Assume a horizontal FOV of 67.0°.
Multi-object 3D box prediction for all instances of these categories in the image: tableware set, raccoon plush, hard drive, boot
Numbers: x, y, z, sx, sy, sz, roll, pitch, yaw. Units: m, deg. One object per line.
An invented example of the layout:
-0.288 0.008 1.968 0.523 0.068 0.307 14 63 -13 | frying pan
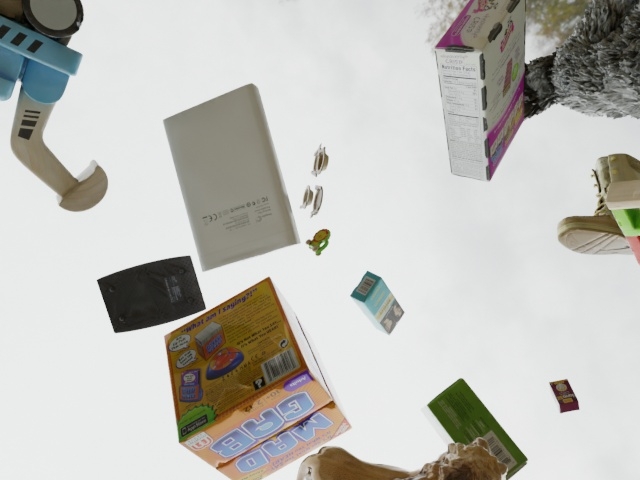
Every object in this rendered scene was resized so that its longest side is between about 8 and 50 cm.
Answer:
-0.012 -0.132 1.059 0.019 0.141 0.169 10 -88 -14 | tableware set
0.483 -0.219 0.801 0.216 0.446 0.299 29 -129 -17 | raccoon plush
-0.447 0.141 1.299 0.254 0.054 0.172 -15 -81 -2 | hard drive
-0.198 -0.132 1.058 0.232 0.047 0.354 -16 -92 17 | hard drive
0.579 -0.079 0.979 0.261 0.095 0.204 3 -113 -12 | boot

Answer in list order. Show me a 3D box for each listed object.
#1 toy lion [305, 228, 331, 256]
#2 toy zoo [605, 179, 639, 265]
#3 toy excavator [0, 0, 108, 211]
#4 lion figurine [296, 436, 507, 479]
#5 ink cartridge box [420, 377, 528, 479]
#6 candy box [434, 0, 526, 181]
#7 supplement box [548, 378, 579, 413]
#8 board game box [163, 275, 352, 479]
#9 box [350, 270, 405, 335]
0.000 0.000 1.707 0.096 0.034 0.100 -39 -147 -4 | toy lion
0.470 0.024 0.540 0.293 0.192 0.030 41 -116 -34 | toy zoo
-0.624 -0.323 1.022 0.432 0.446 0.222 19 -171 -38 | toy excavator
0.102 0.419 0.817 0.391 0.240 0.142 0 -141 9 | lion figurine
0.307 0.415 1.031 0.097 0.255 0.189 -33 -113 -10 | ink cartridge box
0.246 -0.228 0.724 0.071 0.234 0.159 19 -120 32 | candy box
0.696 0.445 1.383 0.054 0.043 0.083 -16 -151 12 | supplement box
-0.180 0.402 1.382 0.356 0.357 0.356 -29 -138 -1 | board game box
0.185 0.204 1.541 0.060 0.244 0.101 24 -109 40 | box
